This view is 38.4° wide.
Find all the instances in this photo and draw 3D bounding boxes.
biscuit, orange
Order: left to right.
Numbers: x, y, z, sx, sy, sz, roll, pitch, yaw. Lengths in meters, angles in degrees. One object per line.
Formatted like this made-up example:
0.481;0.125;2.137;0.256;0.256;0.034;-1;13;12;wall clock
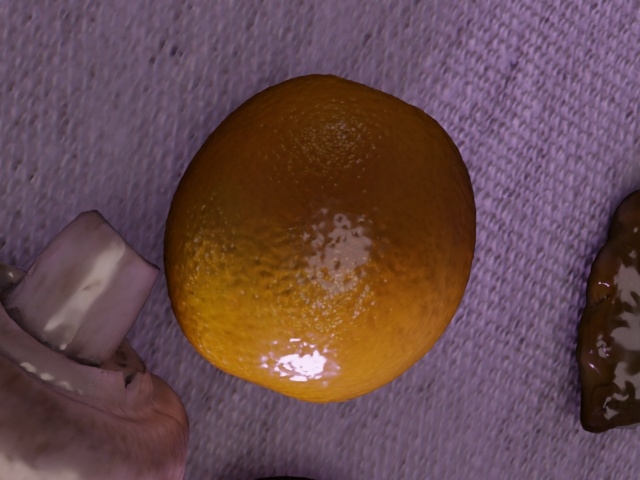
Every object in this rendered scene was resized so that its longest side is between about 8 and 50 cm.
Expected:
0.000;0.000;0.659;0.236;0.236;0.236;-1;96;-14;orange
0.375;0.078;0.830;0.335;0.078;0.329;-40;99;-9;biscuit

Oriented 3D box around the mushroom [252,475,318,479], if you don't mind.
-0.042;0.264;0.717;0.286;0.156;0.151;2;83;-26;mushroom

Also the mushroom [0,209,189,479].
-0.191;0.090;0.614;0.234;0.254;0.260;-57;147;6;mushroom
